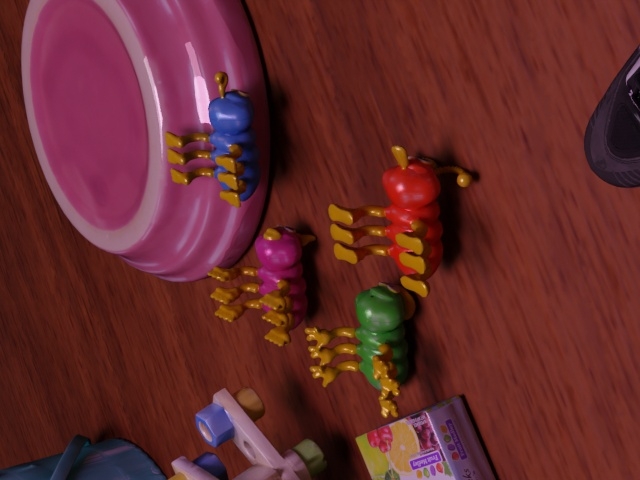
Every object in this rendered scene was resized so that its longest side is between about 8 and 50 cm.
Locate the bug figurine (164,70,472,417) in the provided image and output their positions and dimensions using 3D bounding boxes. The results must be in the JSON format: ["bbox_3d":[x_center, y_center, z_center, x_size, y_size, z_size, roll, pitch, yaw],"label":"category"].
[{"bbox_3d":[0.000,0.000,0.954,0.279,0.072,0.216,26,130,41],"label":"bug figurine"}]

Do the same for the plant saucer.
[{"bbox_3d":[-0.169,-0.119,1.129,0.332,0.084,0.332,25,122,46],"label":"plant saucer"}]

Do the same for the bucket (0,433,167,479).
[{"bbox_3d":[-0.261,0.346,1.355,0.281,0.183,0.281,24,121,47],"label":"bucket"}]

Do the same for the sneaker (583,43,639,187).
[{"bbox_3d":[0.189,-0.089,0.627,0.234,0.106,0.078,-40,70,53],"label":"sneaker"}]

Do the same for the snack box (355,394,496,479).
[{"bbox_3d":[0.089,0.193,0.937,0.100,0.037,0.141,-34,77,55],"label":"snack box"}]

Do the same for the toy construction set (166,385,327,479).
[{"bbox_3d":[0.001,0.274,0.984,0.327,0.151,0.215,-132,25,-52],"label":"toy construction set"}]
